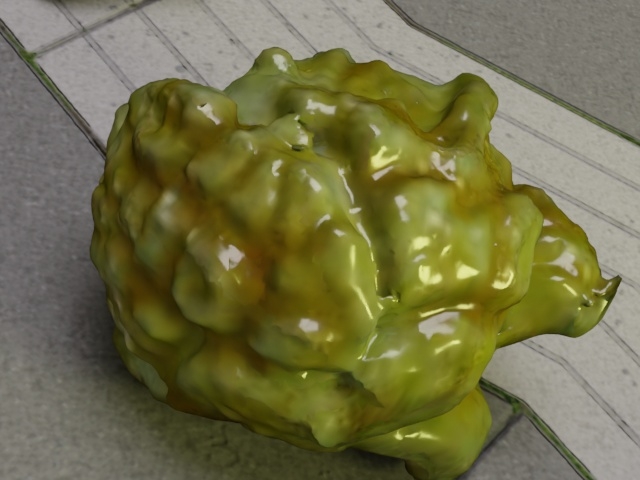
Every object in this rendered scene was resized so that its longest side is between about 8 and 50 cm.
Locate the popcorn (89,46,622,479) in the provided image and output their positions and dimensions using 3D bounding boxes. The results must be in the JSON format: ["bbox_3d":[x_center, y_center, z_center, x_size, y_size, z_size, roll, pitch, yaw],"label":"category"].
[{"bbox_3d":[0.008,0.003,0.938,0.335,0.274,0.279,14,-5,25],"label":"popcorn"}]
